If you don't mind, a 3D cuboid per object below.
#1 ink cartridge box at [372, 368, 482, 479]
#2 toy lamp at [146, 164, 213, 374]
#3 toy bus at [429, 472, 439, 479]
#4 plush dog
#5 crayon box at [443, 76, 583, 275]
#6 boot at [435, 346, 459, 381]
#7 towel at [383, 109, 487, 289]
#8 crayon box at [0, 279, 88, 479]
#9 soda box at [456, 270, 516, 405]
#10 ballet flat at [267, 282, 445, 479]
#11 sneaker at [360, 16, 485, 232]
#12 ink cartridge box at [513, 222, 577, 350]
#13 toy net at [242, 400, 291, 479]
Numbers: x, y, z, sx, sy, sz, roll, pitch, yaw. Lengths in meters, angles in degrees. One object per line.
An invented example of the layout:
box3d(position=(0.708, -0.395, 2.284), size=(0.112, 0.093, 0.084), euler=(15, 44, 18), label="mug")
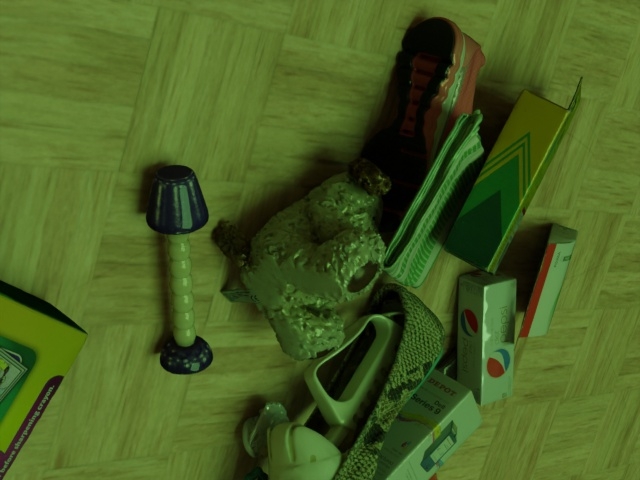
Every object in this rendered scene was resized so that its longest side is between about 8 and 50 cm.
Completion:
box3d(position=(0.129, 0.301, 1.808), size=(0.212, 0.154, 0.093), euler=(-40, 134, -21), label="ink cartridge box")
box3d(position=(-0.173, 0.037, 1.419), size=(0.080, 0.080, 0.274), euler=(-25, 128, -34), label="toy lamp")
box3d(position=(0.151, 0.494, 1.959), size=(0.220, 0.149, 0.211), euler=(-26, 115, -30), label="toy bus")
box3d(position=(0.000, 0.000, 1.529), size=(0.225, 0.210, 0.262), euler=(-44, 166, -39), label="plush dog")
box3d(position=(0.300, -0.106, 1.749), size=(0.318, 0.081, 0.202), euler=(-63, 169, 2), label="crayon box")
box3d(position=(0.256, 0.214, 1.976), size=(0.106, 0.037, 0.114), euler=(45, 74, -34), label="boot")
box3d(position=(0.171, -0.047, 1.635), size=(0.248, 0.038, 0.325), euler=(-61, 169, -2), label="towel")
box3d(position=(-0.467, 0.183, 1.183), size=(0.313, 0.106, 0.363), euler=(35, 85, -47), label="crayon box")
box3d(position=(0.280, 0.163, 1.914), size=(0.074, 0.069, 0.216), euler=(-11, 109, -30), label="soda box")
box3d(position=(0.024, 0.261, 1.656), size=(0.182, 0.164, 0.483), euler=(51, 57, -32), label="ballet flat")
box3d(position=(0.160, -0.152, 1.621), size=(0.136, 0.116, 0.314), euler=(9, 104, -49), label="sneaker")
box3d(position=(0.390, 0.083, 1.949), size=(0.225, 0.056, 0.181), euler=(-47, 152, -71), label="ink cartridge box")
box3d(position=(-0.105, 0.337, 1.681), size=(0.122, 0.045, 0.232), euler=(-11, 117, -37), label="toy net")
